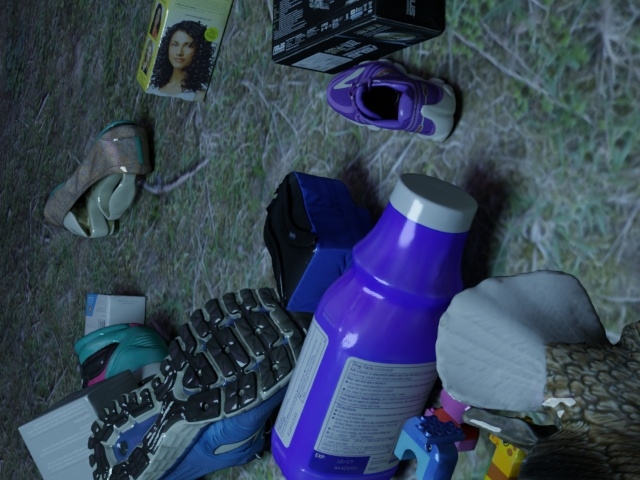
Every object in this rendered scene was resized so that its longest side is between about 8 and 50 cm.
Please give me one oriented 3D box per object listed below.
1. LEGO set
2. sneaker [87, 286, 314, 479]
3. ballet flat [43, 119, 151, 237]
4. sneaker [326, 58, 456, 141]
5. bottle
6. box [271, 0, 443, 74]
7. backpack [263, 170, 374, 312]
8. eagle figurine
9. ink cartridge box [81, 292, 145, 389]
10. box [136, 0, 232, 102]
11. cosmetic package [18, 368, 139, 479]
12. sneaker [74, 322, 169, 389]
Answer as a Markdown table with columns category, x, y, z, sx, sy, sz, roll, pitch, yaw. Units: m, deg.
| category | x | y | z | sx | sy | sz | roll | pitch | yaw |
| --- | --- | --- | --- | --- | --- | --- | --- | --- | --- |
| LEGO set | 0.133 | 0.154 | 0.640 | 0.227 | 0.087 | 0.093 | 40 | 120 | 51 |
| sneaker | -0.103 | 0.166 | 0.974 | 0.330 | 0.147 | 0.129 | -39 | 57 | 24 |
| ballet flat | -0.355 | -0.067 | 1.424 | 0.316 | 0.108 | 0.106 | -42 | 66 | 48 |
| sneaker | 0.051 | -0.133 | 0.815 | 0.170 | 0.071 | 0.068 | 23 | 106 | 57 |
| bottle | 0.048 | 0.083 | 0.750 | 0.092 | 0.118 | 0.282 | 48 | 127 | 49 |
| box | 0.031 | -0.251 | 0.851 | 0.180 | 0.078 | 0.147 | -7 | 81 | 57 |
| backpack | 0.000 | 0.000 | 0.851 | 0.098 | 0.101 | 0.120 | -58 | 38 | 33 |
| eagle figurine | 0.203 | 0.108 | 0.433 | 0.298 | 0.225 | 0.226 | 140 | 130 | -70 |
| ink cartridge box | -0.317 | 0.172 | 1.367 | 0.104 | 0.060 | 0.180 | -1 | 85 | 57 |
| box | -0.167 | -0.300 | 1.164 | 0.058 | 0.087 | 0.232 | 51 | 129 | 50 |
| cosmetic package | -0.247 | 0.295 | 1.093 | 0.127 | 0.107 | 0.238 | -25 | 93 | 24 |
| sneaker | -0.298 | 0.223 | 1.248 | 0.295 | 0.124 | 0.178 | -52 | 41 | 23 |
